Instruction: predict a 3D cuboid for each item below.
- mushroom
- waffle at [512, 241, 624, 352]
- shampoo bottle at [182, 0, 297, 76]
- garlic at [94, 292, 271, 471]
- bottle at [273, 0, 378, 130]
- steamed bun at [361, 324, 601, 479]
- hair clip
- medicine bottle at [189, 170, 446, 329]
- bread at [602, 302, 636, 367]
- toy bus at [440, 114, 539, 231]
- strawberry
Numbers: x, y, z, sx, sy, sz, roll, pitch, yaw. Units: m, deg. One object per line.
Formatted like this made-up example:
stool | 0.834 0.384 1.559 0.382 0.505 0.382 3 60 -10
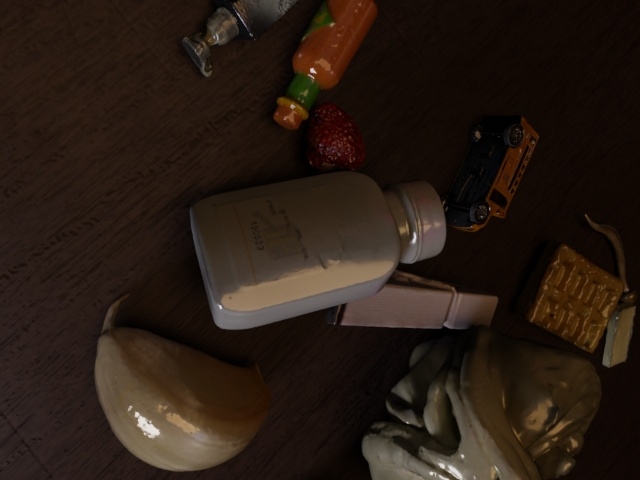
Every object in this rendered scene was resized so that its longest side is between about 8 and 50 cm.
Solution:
mushroom | 0.623 0.027 1.078 0.306 0.043 0.068 50 40 -29
waffle | 0.505 0.117 1.021 0.274 0.057 0.168 24 90 -33
shampoo bottle | -0.071 -0.276 0.586 0.207 0.057 0.063 -44 127 -11
garlic | -0.176 0.190 0.624 0.245 0.145 0.164 39 51 -30
bottle | 0.000 -0.224 0.633 0.069 0.069 0.187 31 86 -32
steamed bun | 0.220 0.269 0.778 0.339 0.352 0.247 -22 73 -45
hair clip | 0.133 0.092 0.781 0.330 0.101 0.085 13 93 -34
medicine bottle | 0.000 0.000 0.624 0.296 0.111 0.161 -14 66 -15
bread | 0.692 0.219 1.173 0.068 0.028 0.154 -12 110 -27
toy bus | 0.271 -0.101 0.812 0.088 0.083 0.194 25 89 -33
strawberry | 0.016 -0.133 0.665 0.083 0.083 0.096 -25 107 -22
